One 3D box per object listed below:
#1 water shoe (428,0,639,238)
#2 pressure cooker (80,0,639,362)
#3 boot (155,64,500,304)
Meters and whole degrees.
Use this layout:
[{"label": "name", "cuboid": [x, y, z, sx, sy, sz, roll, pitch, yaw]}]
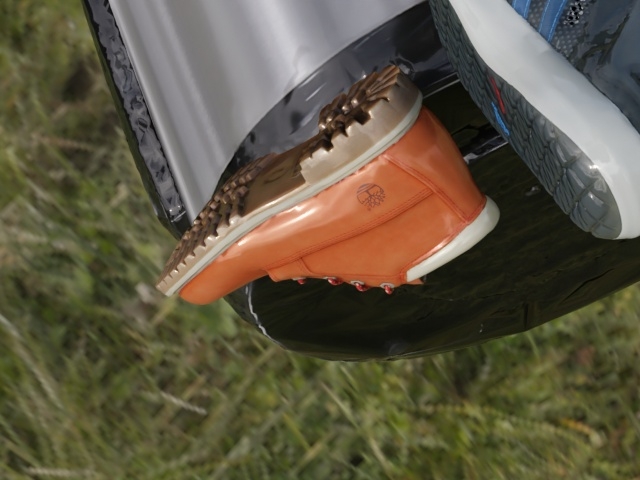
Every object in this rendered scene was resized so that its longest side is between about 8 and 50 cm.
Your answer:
[{"label": "water shoe", "cuboid": [0.097, -0.073, 0.680, 0.080, 0.073, 0.203, -25, 41, -2]}, {"label": "pressure cooker", "cuboid": [0.053, -0.185, 1.056, 0.375, 0.370, 0.420, -12, 63, -21]}, {"label": "boot", "cuboid": [0.000, 0.000, 0.773, 0.158, 0.084, 0.059, -30, 24, 35]}]
